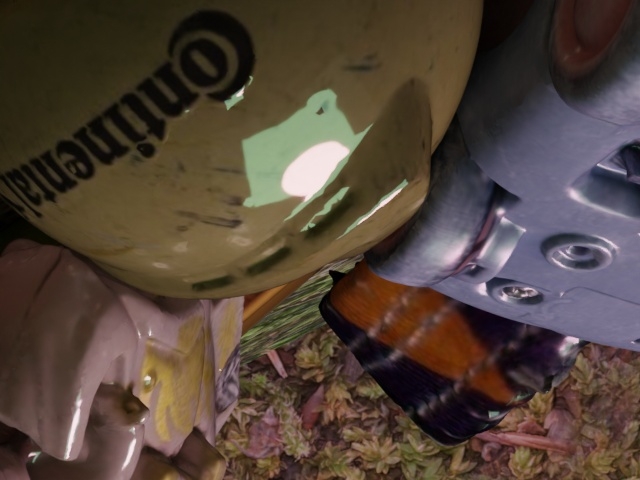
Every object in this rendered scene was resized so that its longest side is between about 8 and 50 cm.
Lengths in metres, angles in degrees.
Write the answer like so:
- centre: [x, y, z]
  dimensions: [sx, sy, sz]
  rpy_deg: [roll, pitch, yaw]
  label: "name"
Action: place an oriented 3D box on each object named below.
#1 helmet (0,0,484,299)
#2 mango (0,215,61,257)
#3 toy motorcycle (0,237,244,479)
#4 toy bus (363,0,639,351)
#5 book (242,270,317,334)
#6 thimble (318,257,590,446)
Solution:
- centre: [-0.019, -0.057, 0.527]
  dimensions: [0.204, 0.137, 0.257]
  rpy_deg: [-22, 172, -35]
  label: "helmet"
- centre: [-0.123, 0.018, 0.944]
  dimensions: [0.117, 0.089, 0.163]
  rpy_deg: [-33, 171, 24]
  label: "mango"
- centre: [-0.114, 0.094, 0.829]
  dimensions: [0.223, 0.108, 0.340]
  rpy_deg: [-50, 157, -42]
  label: "toy motorcycle"
- centre: [0.148, -0.090, 0.604]
  dimensions: [0.197, 0.231, 0.294]
  rpy_deg: [16, 152, -17]
  label: "toy bus"
- centre: [0.000, 0.000, 1.152]
  dimensions: [0.389, 0.032, 0.269]
  rpy_deg: [-40, 179, -26]
  label: "book"
- centre: [0.122, 0.014, 1.129]
  dimensions: [0.237, 0.150, 0.237]
  rpy_deg: [-43, 179, -1]
  label: "thimble"
